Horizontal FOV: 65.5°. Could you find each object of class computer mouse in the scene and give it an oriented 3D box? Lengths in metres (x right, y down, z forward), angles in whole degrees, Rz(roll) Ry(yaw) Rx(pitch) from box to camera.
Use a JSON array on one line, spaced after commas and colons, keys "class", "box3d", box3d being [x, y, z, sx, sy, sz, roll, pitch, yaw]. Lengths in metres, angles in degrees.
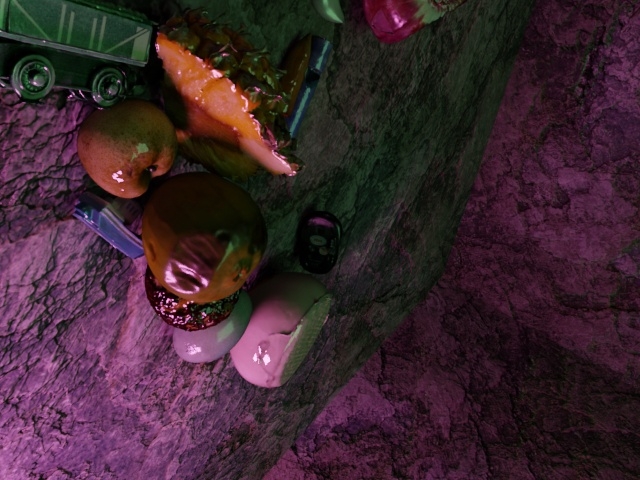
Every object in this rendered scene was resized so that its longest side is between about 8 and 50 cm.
[{"class": "computer mouse", "box3d": [0.000, 0.000, 1.639, 0.096, 0.137, 0.233, -56, 162, -58]}]

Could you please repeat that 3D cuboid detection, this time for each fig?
[{"class": "fig", "box3d": [-0.240, -0.018, 0.970, 0.239, 0.271, 0.239, -36, 150, -25]}]

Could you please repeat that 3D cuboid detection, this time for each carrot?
[{"class": "carrot", "box3d": [-0.066, -0.389, 1.163, 0.072, 0.072, 0.205, 8, 109, -63]}]

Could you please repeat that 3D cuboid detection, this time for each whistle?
[{"class": "whistle", "box3d": [-0.053, -0.350, 1.235, 0.062, 0.062, 0.304, -1, 119, -61]}]

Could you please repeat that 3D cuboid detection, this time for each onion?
[{"class": "onion", "box3d": [0.217, -0.643, 1.235, 0.256, 0.272, 0.231, -48, 127, -34]}]

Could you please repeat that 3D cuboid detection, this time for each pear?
[{"class": "pear", "box3d": [-0.324, -0.161, 0.850, 0.167, 0.136, 0.167, -45, 168, -12]}]

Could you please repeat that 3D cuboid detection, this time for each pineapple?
[{"class": "pineapple", "box3d": [-0.121, -0.252, 0.919, 0.209, 0.286, 0.344, -62, 177, -27]}]

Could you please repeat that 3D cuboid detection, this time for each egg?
[{"class": "egg", "box3d": [-0.283, 0.216, 1.311, 0.236, 0.169, 0.169, -52, 154, -17]}]

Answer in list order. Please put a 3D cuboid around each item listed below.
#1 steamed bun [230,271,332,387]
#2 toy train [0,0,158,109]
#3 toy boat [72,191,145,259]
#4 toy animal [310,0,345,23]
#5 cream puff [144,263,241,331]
[{"class": "steamed bun", "box3d": [-0.139, 0.256, 1.527, 0.374, 0.241, 0.374, -52, 161, -26]}, {"class": "toy train", "box3d": [-0.367, -0.273, 0.700, 0.269, 0.115, 0.155, -13, 120, -57]}, {"class": "toy boat", "box3d": [-0.376, -0.037, 0.962, 0.102, 0.088, 0.215, -55, 154, -17]}, {"class": "toy animal", "box3d": [-0.031, -0.549, 0.846, 0.196, 0.241, 0.367, -59, 154, 5]}, {"class": "cream puff", "box3d": [-0.279, 0.092, 1.146, 0.239, 0.164, 0.239, -13, 109, -45]}]
